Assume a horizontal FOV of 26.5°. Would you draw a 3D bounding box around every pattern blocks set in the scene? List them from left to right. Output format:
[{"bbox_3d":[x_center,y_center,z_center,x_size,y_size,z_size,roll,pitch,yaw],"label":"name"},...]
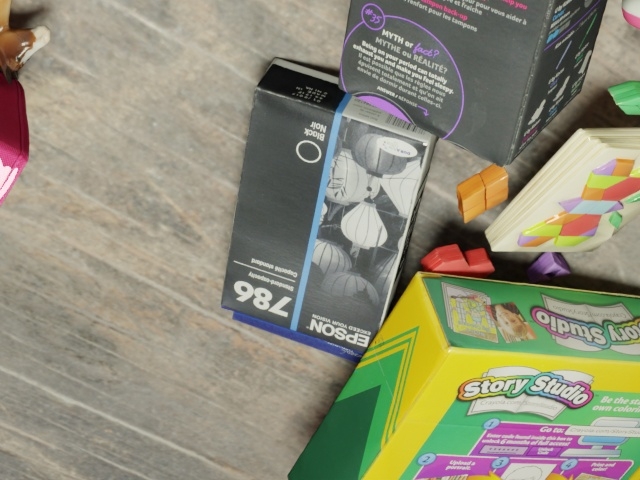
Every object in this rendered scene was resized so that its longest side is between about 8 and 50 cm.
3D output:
[{"bbox_3d":[0.243,-0.040,1.220,0.285,0.026,0.325,-8,152,-22],"label":"pattern blocks set"}]

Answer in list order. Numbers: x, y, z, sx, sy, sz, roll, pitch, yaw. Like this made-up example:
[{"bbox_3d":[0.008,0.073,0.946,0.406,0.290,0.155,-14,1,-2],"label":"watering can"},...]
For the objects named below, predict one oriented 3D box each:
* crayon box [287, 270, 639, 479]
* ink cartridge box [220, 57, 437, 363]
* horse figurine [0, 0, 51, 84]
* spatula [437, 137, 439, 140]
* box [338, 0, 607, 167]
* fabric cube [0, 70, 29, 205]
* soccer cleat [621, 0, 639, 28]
[{"bbox_3d":[0.195,0.187,1.382,0.363,0.106,0.313,7,131,-28],"label":"crayon box"},{"bbox_3d":[0.000,0.000,1.289,0.165,0.065,0.333,17,131,8],"label":"ink cartridge box"},{"bbox_3d":[-0.291,-0.270,1.092,0.174,0.066,0.263,-38,121,22],"label":"horse figurine"},{"bbox_3d":[0.073,-0.055,1.286,0.084,0.030,0.296,25,126,-2],"label":"spatula"},{"bbox_3d":[0.131,-0.222,1.036,0.165,0.143,0.270,28,134,20],"label":"box"},{"bbox_3d":[-0.415,-0.065,1.100,0.258,0.254,0.259,31,100,-22],"label":"fabric cube"},{"bbox_3d":[0.414,-0.209,1.116,0.331,0.116,0.143,7,114,-8],"label":"soccer cleat"}]
